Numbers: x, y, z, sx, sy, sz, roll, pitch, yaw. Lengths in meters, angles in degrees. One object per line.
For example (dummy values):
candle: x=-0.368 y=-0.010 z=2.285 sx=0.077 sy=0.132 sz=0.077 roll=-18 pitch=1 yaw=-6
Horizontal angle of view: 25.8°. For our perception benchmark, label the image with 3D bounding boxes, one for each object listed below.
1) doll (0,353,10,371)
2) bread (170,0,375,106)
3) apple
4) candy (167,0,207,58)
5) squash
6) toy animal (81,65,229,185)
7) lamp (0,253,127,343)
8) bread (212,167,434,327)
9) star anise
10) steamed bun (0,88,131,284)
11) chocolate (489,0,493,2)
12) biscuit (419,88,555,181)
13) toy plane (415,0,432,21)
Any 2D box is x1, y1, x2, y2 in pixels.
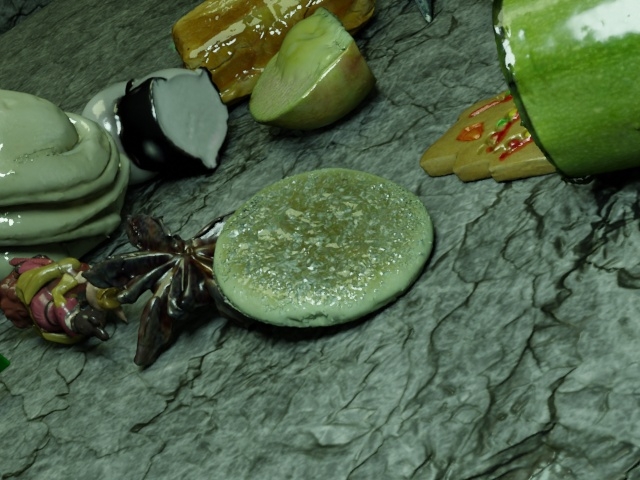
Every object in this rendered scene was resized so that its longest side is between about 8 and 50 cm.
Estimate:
doll: x=-0.495 y=0.220 z=1.788 sx=0.134 sy=0.106 sz=0.186 roll=6 pitch=59 yaw=31
bread: x=-0.076 y=-0.346 z=2.296 sx=0.344 sy=0.148 sz=0.195 roll=-29 pitch=37 yaw=2
apple: x=-0.013 y=-0.230 z=2.063 sx=0.193 sy=0.120 sz=0.265 roll=-43 pitch=23 yaw=6
candy: x=-0.108 y=-0.467 z=2.533 sx=0.398 sy=0.172 sz=0.263 roll=-49 pitch=25 yaw=-8
squash: x=0.405 y=-0.226 z=1.455 sx=0.384 sy=0.263 sz=0.263 roll=-16 pitch=30 yaw=29
toy animal: x=-0.275 y=-0.173 z=2.172 sx=0.235 sy=0.165 sz=0.187 roll=-7 pitch=8 yaw=39
lamp: x=-0.328 y=0.077 z=1.849 sx=0.253 sy=0.118 sz=0.118 roll=2 pitch=41 yaw=50
bread: x=0.000 y=0.000 z=1.632 sx=0.267 sy=0.040 sz=0.267 roll=-7 pitch=41 yaw=7
star anise: x=-0.156 y=0.039 z=1.739 sx=0.283 sy=0.129 sz=0.212 roll=-13 pitch=36 yaw=16
steamed bun: x=-0.462 y=-0.052 z=2.017 sx=0.352 sy=0.339 sz=0.247 roll=-17 pitch=58 yaw=43
chocolate: x=0.303 y=-0.516 z=2.180 sx=0.162 sy=0.162 sz=0.445 roll=-21 pitch=27 yaw=20
biscuit: x=0.234 y=-0.133 z=1.714 sx=0.212 sy=0.041 sz=0.239 roll=-32 pitch=25 yaw=-7
toy plane: x=0.159 y=-0.427 z=2.270 sx=0.160 sy=0.082 sz=0.234 roll=-3 pitch=27 yaw=-4
